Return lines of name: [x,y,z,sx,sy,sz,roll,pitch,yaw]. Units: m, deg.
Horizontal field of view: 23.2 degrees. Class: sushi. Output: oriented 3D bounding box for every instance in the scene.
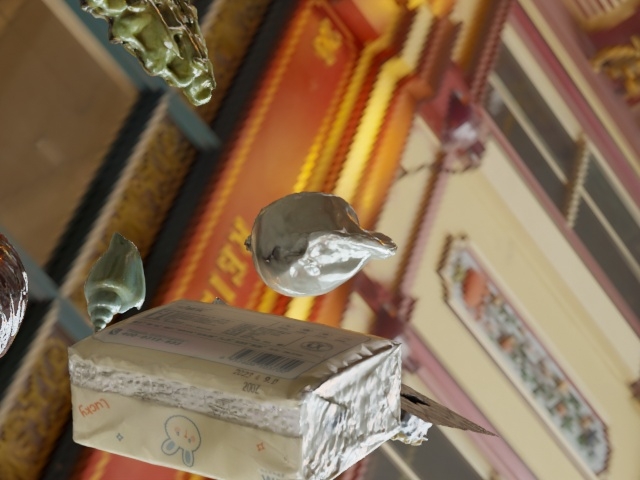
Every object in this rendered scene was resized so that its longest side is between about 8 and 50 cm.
sushi: [0.039,0.180,1.837,0.294,0.292,0.059,27,-88,22]

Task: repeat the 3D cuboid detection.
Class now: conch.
conch: [-0.300,0.069,2.280,0.065,0.088,0.180,110,-6,-59]

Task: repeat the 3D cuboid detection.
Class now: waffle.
waffle: [-0.239,-0.339,2.102,0.073,0.317,0.297,-30,-135,18]

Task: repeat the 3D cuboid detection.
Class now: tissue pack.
tissue pack: [-0.060,0.107,1.103,0.196,0.092,0.148,10,-163,29]

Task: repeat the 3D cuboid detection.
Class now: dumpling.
dumpling: [0.001,-0.005,2.419,0.226,0.175,0.243,-6,-146,-23]

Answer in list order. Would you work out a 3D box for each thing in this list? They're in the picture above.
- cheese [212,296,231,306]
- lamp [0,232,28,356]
cheese: [-0.145,0.135,2.292,0.054,0.127,0.251,-55,-167,13]
lamp: [-0.477,0.069,1.898,0.247,0.247,0.247,-30,-150,19]
